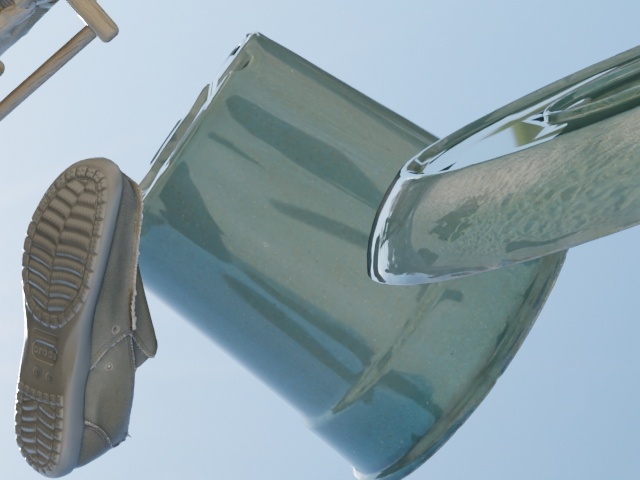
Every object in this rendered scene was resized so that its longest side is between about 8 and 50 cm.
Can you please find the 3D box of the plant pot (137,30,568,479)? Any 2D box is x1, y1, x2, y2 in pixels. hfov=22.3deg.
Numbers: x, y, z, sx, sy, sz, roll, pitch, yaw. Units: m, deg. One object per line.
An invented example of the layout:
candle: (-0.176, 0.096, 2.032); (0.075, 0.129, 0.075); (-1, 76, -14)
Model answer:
plant pot: (0.000, 0.000, 1.514); (0.341, 0.334, 0.341); (-54, -171, 13)

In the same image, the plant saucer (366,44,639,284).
plant saucer: (0.161, -0.063, 0.783); (0.317, 0.043, 0.317); (-23, -172, 3)

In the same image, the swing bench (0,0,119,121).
swing bench: (-0.321, -0.230, 1.355); (0.253, 0.255, 0.165); (-34, -150, 36)

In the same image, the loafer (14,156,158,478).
loafer: (-0.175, 0.057, 1.252); (0.087, 0.251, 0.094); (-2, -160, -45)
